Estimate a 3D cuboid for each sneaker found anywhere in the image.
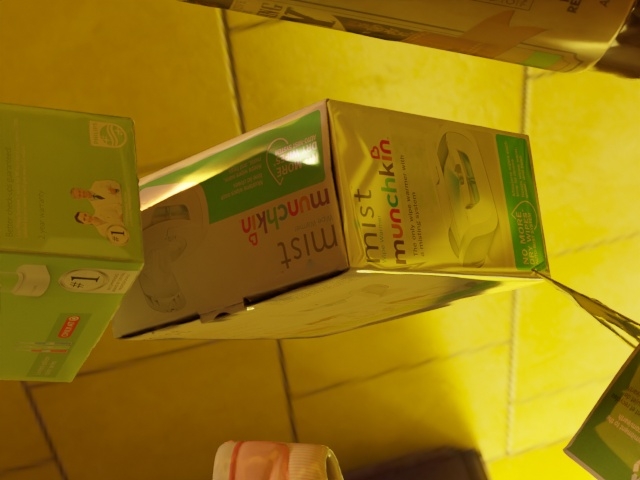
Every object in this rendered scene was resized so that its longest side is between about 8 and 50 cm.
[{"bbox_3d":[-0.016,0.159,0.626,0.070,0.134,0.051,-7,154,14],"label":"sneaker"}]

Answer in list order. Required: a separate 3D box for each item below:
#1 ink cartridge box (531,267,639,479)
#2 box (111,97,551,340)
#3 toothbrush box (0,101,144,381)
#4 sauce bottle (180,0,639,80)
[{"bbox_3d":[0.235,0.135,0.824,0.188,0.255,0.097,35,90,-29],"label":"ink cartridge box"},{"bbox_3d":[0.000,0.000,1.004,0.231,0.127,0.262,4,164,-44],"label":"box"},{"bbox_3d":[-0.286,0.002,0.893,0.283,0.122,0.206,3,150,-24],"label":"toothbrush box"},{"bbox_3d":[-0.019,-0.141,0.498,0.344,0.111,0.111,10,133,-9],"label":"sauce bottle"}]
